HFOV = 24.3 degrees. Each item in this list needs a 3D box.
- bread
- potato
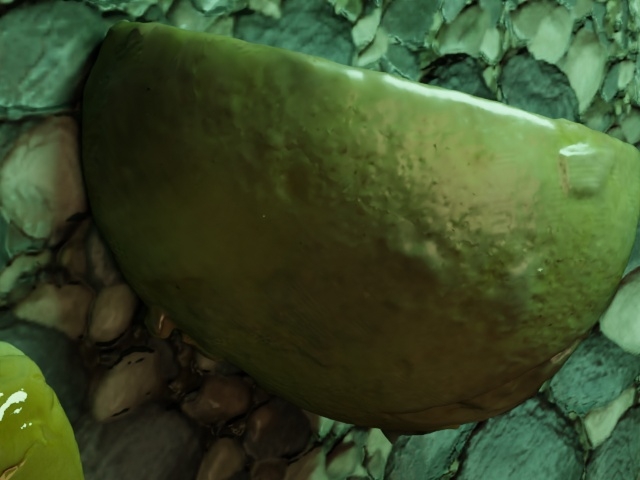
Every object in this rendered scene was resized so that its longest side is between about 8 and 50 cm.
[{"bbox_3d":[-0.170,0.117,0.725,0.106,0.082,0.125,-21,113,-31],"label":"bread"},{"bbox_3d":[0.015,0.010,0.796,0.264,0.189,0.211,15,91,-45],"label":"potato"}]
